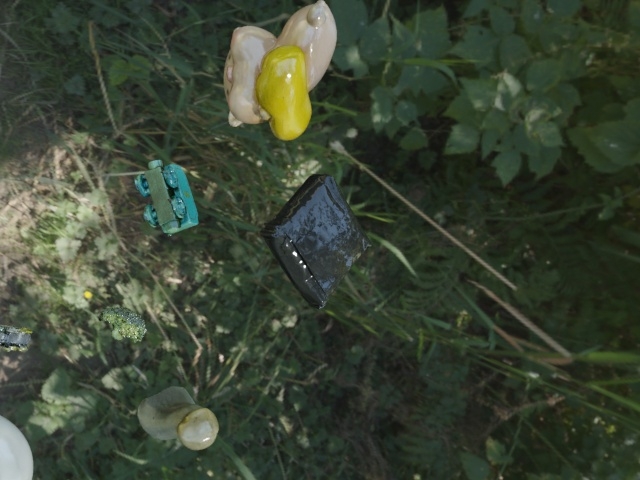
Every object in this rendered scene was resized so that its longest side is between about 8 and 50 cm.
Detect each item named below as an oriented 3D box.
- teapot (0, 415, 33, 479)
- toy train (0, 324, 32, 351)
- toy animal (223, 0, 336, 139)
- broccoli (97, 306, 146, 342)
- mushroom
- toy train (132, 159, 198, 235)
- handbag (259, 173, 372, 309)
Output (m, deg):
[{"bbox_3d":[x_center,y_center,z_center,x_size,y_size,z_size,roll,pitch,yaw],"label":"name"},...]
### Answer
[{"bbox_3d":[-0.575,0.346,1.032,0.208,0.166,0.299,-14,97,1],"label":"teapot"},{"bbox_3d":[-0.741,0.218,1.474,0.202,0.081,0.060,50,52,-76],"label":"toy train"},{"bbox_3d":[-0.122,-0.416,1.505,0.277,0.247,0.345,-21,132,-74],"label":"toy animal"},{"bbox_3d":[-0.472,0.200,1.531,0.097,0.095,0.092,20,104,-50],"label":"broccoli"},{"bbox_3d":[-0.376,0.470,1.737,0.122,0.329,0.159,45,64,-24],"label":"mushroom"},{"bbox_3d":[-0.421,-0.117,1.789,0.163,0.112,0.203,11,63,-77],"label":"toy train"},{"bbox_3d":[0.000,0.000,1.432,0.223,0.080,0.246,-52,126,-30],"label":"handbag"}]
